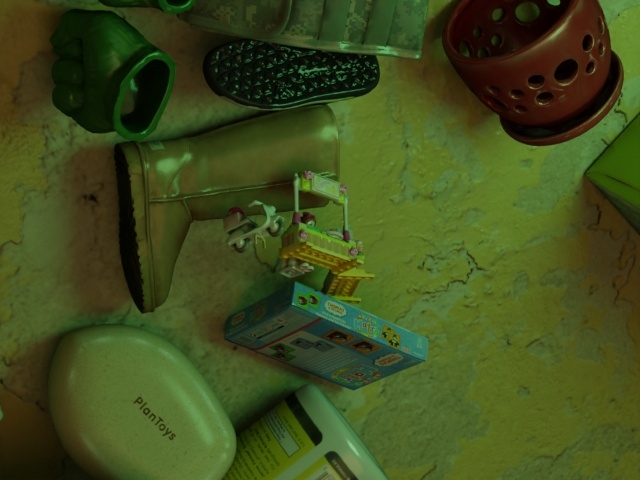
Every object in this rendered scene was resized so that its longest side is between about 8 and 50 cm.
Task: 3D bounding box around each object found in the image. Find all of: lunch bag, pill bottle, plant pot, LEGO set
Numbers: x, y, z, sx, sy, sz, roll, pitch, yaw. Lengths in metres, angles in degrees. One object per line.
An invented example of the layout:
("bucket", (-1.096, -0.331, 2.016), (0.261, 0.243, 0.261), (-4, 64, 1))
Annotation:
("lunch bag", (-0.017, -0.343, 1.527), (0.286, 0.169, 0.235), (4, 111, -15))
("pill bottle", (-0.086, 0.357, 1.780), (0.334, 0.188, 0.188), (-37, 119, -2))
("plant pot", (0.271, -0.229, 1.673), (0.191, 0.191, 0.174), (-42, 127, 0))
("LEGO set", (0.000, 0.000, 1.677), (0.132, 0.107, 0.287), (-12, 154, 22))

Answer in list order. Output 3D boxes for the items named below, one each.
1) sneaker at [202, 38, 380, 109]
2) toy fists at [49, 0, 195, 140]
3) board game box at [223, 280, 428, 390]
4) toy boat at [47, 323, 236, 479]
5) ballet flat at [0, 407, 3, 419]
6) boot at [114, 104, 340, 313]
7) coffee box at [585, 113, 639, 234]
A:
("sneaker", (-0.039, -0.189, 1.615), (0.234, 0.097, 0.084), (-2, 85, -28))
("toy fists", (-0.221, -0.253, 1.494), (0.096, 0.142, 0.279), (0, 114, -48))
("board game box", (0.007, 0.127, 1.747), (0.211, 0.160, 0.039), (25, 57, -27))
("toy boat", (-0.280, 0.257, 1.680), (0.318, 0.148, 0.267), (-39, 94, -19))
("ballet flat", (-0.446, 0.243, 1.661), (0.106, 0.107, 0.316), (-13, 123, -37))
("boot", (-0.109, -0.037, 1.665), (0.269, 0.089, 0.236), (-10, 121, -21))
("coffee box", (0.632, -0.062, 1.786), (0.338, 0.338, 0.334), (-48, 119, 3))
